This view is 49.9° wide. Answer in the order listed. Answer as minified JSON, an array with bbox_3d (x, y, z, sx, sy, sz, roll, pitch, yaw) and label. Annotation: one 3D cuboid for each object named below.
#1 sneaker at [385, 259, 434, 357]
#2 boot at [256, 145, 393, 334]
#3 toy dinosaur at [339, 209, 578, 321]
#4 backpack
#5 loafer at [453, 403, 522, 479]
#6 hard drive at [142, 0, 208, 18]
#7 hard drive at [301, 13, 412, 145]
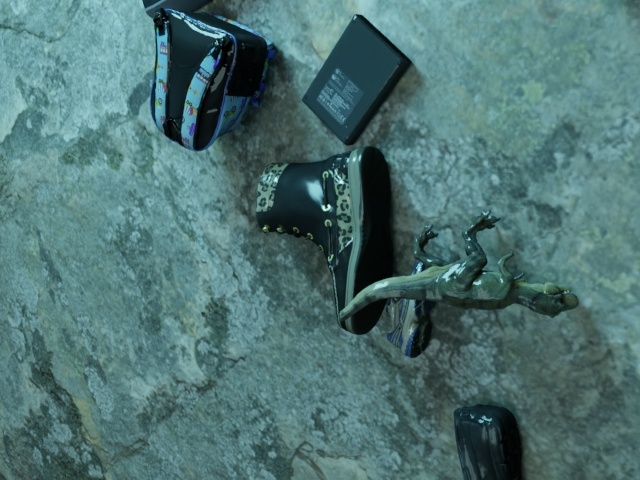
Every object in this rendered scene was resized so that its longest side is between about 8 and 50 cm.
[{"bbox_3d":[0.110,0.081,0.876,0.058,0.052,0.135,23,112,38],"label":"sneaker"},{"bbox_3d":[0.001,-0.001,0.906,0.179,0.085,0.236,1,89,38],"label":"boot"},{"bbox_3d":[0.154,0.033,0.793,0.268,0.064,0.118,-2,62,16],"label":"toy dinosaur"},{"bbox_3d":[-0.158,-0.217,0.954,0.158,0.117,0.173,29,116,27],"label":"backpack"},{"bbox_3d":[0.209,0.312,0.848,0.078,0.076,0.223,-6,93,42],"label":"loafer"},{"bbox_3d":[-0.180,-0.429,0.957,0.255,0.054,0.172,-21,89,38],"label":"hard drive"},{"bbox_3d":[0.043,-0.202,0.870,0.094,0.022,0.135,48,124,17],"label":"hard drive"}]
